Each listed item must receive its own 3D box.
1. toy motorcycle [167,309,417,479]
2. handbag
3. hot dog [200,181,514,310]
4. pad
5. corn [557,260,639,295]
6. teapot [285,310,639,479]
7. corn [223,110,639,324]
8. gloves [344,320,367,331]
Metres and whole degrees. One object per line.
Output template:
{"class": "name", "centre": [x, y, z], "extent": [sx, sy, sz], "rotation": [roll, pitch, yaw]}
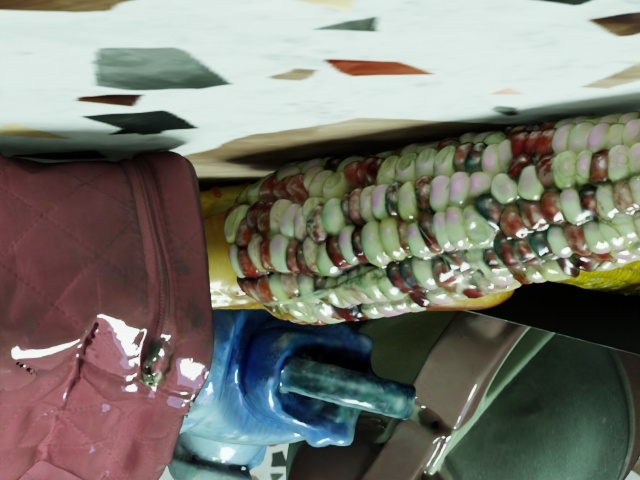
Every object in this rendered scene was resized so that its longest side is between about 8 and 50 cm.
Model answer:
{"class": "toy motorcycle", "centre": [-0.091, 0.088, 1.198], "extent": [0.241, 0.182, 0.319], "rotation": [-13, -177, -17]}
{"class": "handbag", "centre": [-0.134, 0.049, 0.942], "extent": [0.135, 0.146, 0.225], "rotation": [-1, 148, -19]}
{"class": "hot dog", "centre": [0.000, 0.000, 1.070], "extent": [0.250, 0.076, 0.104], "rotation": [3, -168, -15]}
{"class": "pad", "centre": [0.162, 0.028, 1.172], "extent": [0.127, 0.004, 0.190], "rotation": [14, -160, 13]}
{"class": "corn", "centre": [0.178, 0.000, 1.110], "extent": [0.068, 0.068, 0.207], "rotation": [-7, 173, 35]}
{"class": "teapot", "centre": [0.110, 0.125, 1.335], "extent": [0.233, 0.315, 0.312], "rotation": [34, -151, 15]}
{"class": "corn", "centre": [0.069, -0.014, 0.907], "extent": [0.280, 0.092, 0.092], "rotation": [-13, 168, 38]}
{"class": "gloves", "centre": [-0.047, 0.099, 1.793], "extent": [0.203, 0.124, 0.164], "rotation": [-8, 158, -20]}
